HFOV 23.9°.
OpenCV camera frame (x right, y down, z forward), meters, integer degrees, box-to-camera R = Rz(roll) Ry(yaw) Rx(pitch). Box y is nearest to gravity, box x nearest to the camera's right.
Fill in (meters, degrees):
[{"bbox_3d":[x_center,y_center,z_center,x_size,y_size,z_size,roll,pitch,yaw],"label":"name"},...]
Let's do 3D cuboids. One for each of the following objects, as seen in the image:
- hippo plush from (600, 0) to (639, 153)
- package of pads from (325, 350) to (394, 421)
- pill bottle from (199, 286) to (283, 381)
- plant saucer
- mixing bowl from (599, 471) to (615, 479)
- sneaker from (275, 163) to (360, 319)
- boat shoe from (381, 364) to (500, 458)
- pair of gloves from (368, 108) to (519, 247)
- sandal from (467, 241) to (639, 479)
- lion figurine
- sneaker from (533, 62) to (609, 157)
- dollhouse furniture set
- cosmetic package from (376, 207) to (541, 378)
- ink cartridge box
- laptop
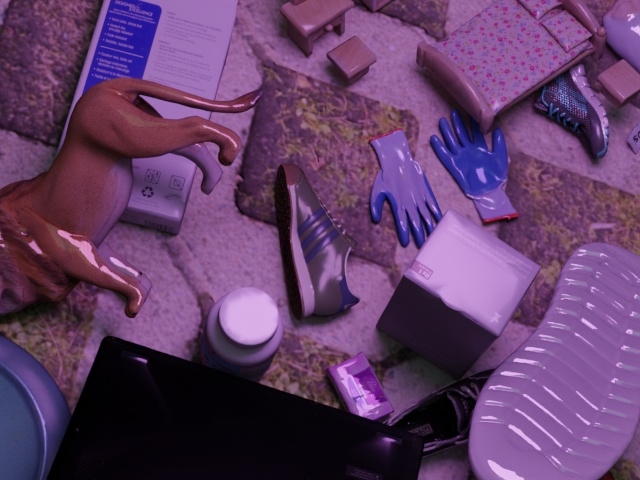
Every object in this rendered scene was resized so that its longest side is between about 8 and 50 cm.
[{"bbox_3d":[0.485,-0.268,1.872,0.234,0.236,0.294,31,70,2],"label":"hippo plush"},{"bbox_3d":[0.046,0.176,1.766,0.050,0.032,0.083,-25,77,-14],"label":"package of pads"},{"bbox_3d":[-0.088,0.106,1.701,0.087,0.160,0.087,3,71,-7],"label":"pill bottle"},{"bbox_3d":[-0.429,0.238,1.669,0.317,0.044,0.318,3,70,-8],"label":"plant saucer"},{"bbox_3d":[0.272,0.305,1.722,0.181,0.098,0.181,2,72,-7],"label":"mixing bowl"},{"bbox_3d":[0.000,0.000,1.807,0.086,0.064,0.192,-3,72,-17],"label":"sneaker"},{"bbox_3d":[0.163,0.202,1.754,0.219,0.070,0.078,-24,77,-15],"label":"boat shoe"},{"bbox_3d":[0.147,-0.078,1.873,0.198,0.023,0.159,-15,74,-14],"label":"pair of gloves"},{"bbox_3d":[0.295,0.166,1.743,0.169,0.102,0.416,26,48,15],"label":"sandal"},{"bbox_3d":[-0.257,-0.060,1.685,0.240,0.142,0.392,32,102,-6],"label":"lion figurine"},{"bbox_3d":[0.310,-0.171,1.913,0.076,0.065,0.166,-19,67,-6],"label":"sneaker"},{"bbox_3d":[0.175,-0.260,1.819,0.303,0.174,0.355,-35,66,-17],"label":"dollhouse furniture set"},{"bbox_3d":[0.151,0.066,1.709,0.127,0.238,0.107,34,70,3],"label":"cosmetic package"},{"bbox_3d":[-0.208,-0.185,1.834,0.165,0.065,0.333,15,71,-3],"label":"ink cartridge box"},{"bbox_3d":[-0.130,0.377,1.645,0.382,0.236,0.408,18,50,-3],"label":"laptop"}]
